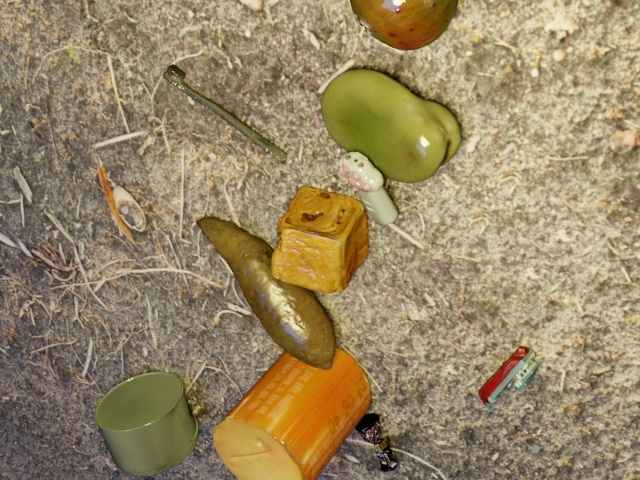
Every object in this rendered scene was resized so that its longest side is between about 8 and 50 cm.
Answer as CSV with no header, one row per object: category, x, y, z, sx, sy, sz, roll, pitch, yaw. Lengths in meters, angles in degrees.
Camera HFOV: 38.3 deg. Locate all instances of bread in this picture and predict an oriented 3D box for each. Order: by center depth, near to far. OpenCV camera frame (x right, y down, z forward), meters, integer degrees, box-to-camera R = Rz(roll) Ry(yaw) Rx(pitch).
bread,0.000,0.000,1.750,0.158,0.149,0.143,21,133,18

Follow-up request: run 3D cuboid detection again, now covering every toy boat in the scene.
toy boat,0.360,0.271,1.766,0.059,0.069,0.173,42,129,11

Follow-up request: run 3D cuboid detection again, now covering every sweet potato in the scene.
sweet potato,-0.107,0.097,1.907,0.422,0.130,0.130,49,133,4

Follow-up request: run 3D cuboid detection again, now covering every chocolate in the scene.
chocolate,0.134,0.454,2.048,0.070,0.072,0.147,-34,113,1

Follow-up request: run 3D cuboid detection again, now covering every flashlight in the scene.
flashlight,0.088,-0.087,1.641,0.093,0.047,0.200,36,169,33

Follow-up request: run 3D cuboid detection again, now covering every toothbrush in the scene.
toothbrush,-0.182,-0.242,1.774,0.297,0.030,0.030,38,123,4

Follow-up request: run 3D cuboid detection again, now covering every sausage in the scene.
sausage,-0.054,0.378,1.953,0.233,0.287,0.233,20,131,25

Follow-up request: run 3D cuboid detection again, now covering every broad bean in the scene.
broad bean,0.116,-0.194,1.578,0.263,0.121,0.189,34,141,28

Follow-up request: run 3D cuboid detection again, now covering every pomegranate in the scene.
pomegranate,0.141,-0.394,1.389,0.210,0.180,0.180,-41,96,7

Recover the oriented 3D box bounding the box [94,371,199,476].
box,-0.426,0.451,2.275,0.226,0.226,0.149,3,122,31
